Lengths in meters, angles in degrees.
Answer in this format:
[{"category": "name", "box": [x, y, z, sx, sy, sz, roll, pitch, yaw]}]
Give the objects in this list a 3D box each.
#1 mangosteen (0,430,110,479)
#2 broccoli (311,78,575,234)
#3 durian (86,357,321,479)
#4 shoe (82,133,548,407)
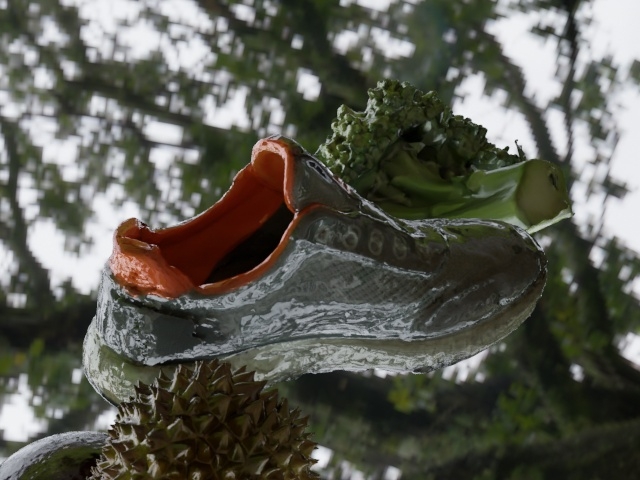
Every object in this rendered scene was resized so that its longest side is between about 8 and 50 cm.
[{"category": "mangosteen", "box": [-0.136, 0.224, 1.161, 0.230, 0.194, 0.194, -11, -133, 7]}, {"category": "broccoli", "box": [0.088, -0.041, 1.774, 0.375, 0.302, 0.249, -16, -115, -47]}, {"category": "durian", "box": [-0.072, 0.142, 0.965, 0.137, 0.158, 0.168, 25, -126, 17]}, {"category": "shoe", "box": [0.000, 0.000, 1.142, 0.336, 0.171, 0.132, -12, -144, -19]}]
